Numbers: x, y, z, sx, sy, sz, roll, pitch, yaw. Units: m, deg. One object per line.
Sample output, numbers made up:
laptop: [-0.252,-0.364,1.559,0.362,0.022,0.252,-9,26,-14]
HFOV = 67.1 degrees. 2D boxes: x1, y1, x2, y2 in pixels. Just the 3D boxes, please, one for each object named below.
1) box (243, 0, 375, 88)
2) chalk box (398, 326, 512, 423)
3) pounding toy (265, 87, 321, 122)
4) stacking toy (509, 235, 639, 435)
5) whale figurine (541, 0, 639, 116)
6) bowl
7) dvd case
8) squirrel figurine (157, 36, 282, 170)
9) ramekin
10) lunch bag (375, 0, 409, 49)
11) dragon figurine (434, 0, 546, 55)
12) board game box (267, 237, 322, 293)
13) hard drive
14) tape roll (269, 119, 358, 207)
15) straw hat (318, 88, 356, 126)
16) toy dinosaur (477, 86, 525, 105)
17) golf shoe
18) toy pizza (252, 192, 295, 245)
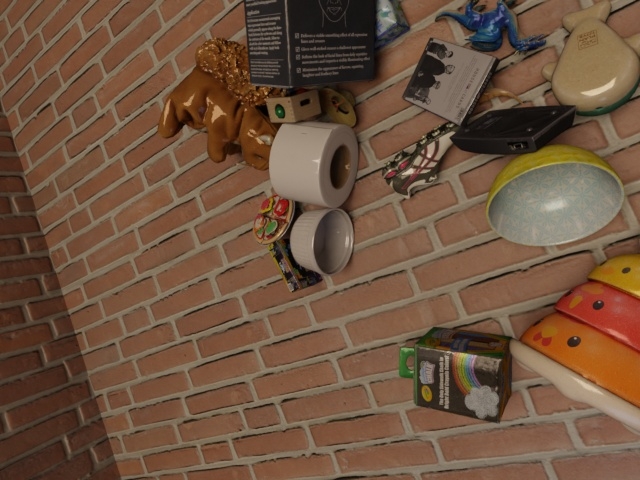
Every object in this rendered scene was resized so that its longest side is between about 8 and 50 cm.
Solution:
box: [-0.028,-0.621,1.280,0.212,0.294,0.395,25,124,48]
chalk box: [0.360,0.352,1.323,0.289,0.179,0.180,4,99,30]
pounding toy: [-0.084,-0.396,1.380,0.130,0.141,0.100,13,123,44]
stacking toy: [0.690,0.150,1.089,0.351,0.351,0.479,29,91,24]
whale figurine: [0.633,-0.413,1.118,0.216,0.141,0.271,-12,66,36]
bowl: [0.541,-0.133,1.152,0.290,0.289,0.156,-18,45,30]
dvd case: [0.333,-0.421,1.273,0.238,0.030,0.179,45,117,44]
squirrel figurine: [-0.246,-0.421,1.524,0.371,0.281,0.396,32,113,16]
ramekin: [0.000,0.000,1.472,0.109,0.207,0.207,7,100,38]
lunch bag: [0.153,-0.622,1.372,0.151,0.096,0.128,-23,85,41]
dragon figurine: [0.420,-0.536,1.231,0.289,0.085,0.143,7,99,27]
board game box: [-0.080,0.075,1.557,0.048,0.141,0.170,-33,80,31]
hard drive: [0.455,-0.264,1.158,0.255,0.172,0.054,21,142,60]
tape roll: [-0.014,-0.227,1.424,0.169,0.246,0.246,14,103,27]
straw hat: [0.069,-0.417,1.455,0.145,0.144,0.061,34,69,22]
toy dinosaur: [0.428,-0.388,1.269,0.212,0.064,0.112,-5,106,40]
golf shoe: [0.302,-0.231,1.344,0.273,0.105,0.120,-35,101,28]
toy pizza: [-0.162,-0.078,1.592,0.201,0.032,0.201,-24,52,35]
